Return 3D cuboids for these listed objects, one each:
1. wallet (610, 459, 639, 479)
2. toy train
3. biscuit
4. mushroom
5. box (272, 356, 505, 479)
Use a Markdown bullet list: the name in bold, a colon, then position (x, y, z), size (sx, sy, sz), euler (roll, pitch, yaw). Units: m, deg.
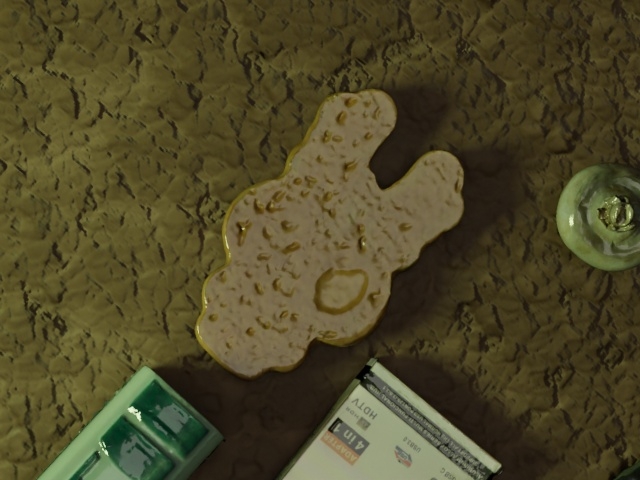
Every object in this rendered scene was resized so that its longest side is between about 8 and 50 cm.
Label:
- **wallet**: position (0.294, 0.281, 1.206), size (0.323, 0.041, 0.247), euler (-28, 89, -5)
- **toy train**: position (-0.232, 0.263, 1.110), size (0.086, 0.088, 0.407), euler (43, 80, -4)
- **biscuit**: position (0.002, 0.003, 1.187), size (0.144, 0.040, 0.236), euler (41, 85, 4)
- **mushroom**: position (0.223, -0.019, 1.189), size (0.085, 0.079, 0.085), euler (1, 84, -7)
- **box**: position (0.013, 0.222, 1.178), size (0.129, 0.033, 0.247), euler (39, 84, -4)
